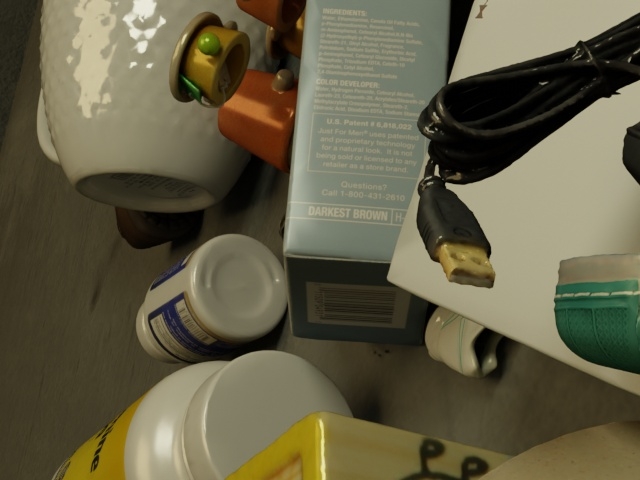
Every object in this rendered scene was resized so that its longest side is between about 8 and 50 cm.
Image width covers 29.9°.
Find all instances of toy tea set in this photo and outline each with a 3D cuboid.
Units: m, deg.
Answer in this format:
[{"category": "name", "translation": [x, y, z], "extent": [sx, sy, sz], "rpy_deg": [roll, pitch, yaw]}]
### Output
[{"category": "toy tea set", "translation": [-0.035, -0.182, 1.125], "extent": [0.200, 0.124, 0.336], "rpy_deg": [-66, -16, -3]}]

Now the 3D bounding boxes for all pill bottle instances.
[{"category": "pill bottle", "translation": [-0.111, 0.219, 1.066], "extent": [0.334, 0.188, 0.187], "rpy_deg": [-39, 42, 49]}, {"category": "pill bottle", "translation": [-0.123, 0.071, 1.266], "extent": [0.187, 0.112, 0.112], "rpy_deg": [-30, 50, 56]}]

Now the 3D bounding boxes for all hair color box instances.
[{"category": "hair color box", "translation": [0.043, -0.123, 0.959], "extent": [0.185, 0.114, 0.374], "rpy_deg": [89, -175, -68]}]

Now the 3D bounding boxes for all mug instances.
[{"category": "mug", "translation": [-0.215, -0.203, 1.399], "extent": [0.374, 0.276, 0.328], "rpy_deg": [-11, 70, 45]}]

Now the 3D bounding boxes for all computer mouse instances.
[{"category": "computer mouse", "translation": [0.128, -0.024, 0.418], "extent": [0.184, 0.060, 0.262], "rpy_deg": [-25, 36, 1]}]

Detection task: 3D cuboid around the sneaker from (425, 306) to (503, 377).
[{"category": "sneaker", "translation": [0.126, 0.029, 0.863], "extent": [0.061, 0.054, 0.152], "rpy_deg": [36, 115, 55]}]

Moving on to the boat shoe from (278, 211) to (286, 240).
[{"category": "boat shoe", "translation": [0.000, 0.000, 1.098], "extent": [0.080, 0.076, 0.228], "rpy_deg": [-56, 31, 33]}]

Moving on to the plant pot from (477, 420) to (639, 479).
[{"category": "plant pot", "translation": [0.168, 0.235, 0.415], "extent": [0.274, 0.257, 0.256], "rpy_deg": [37, 109, 62]}]

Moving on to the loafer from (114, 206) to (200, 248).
[{"category": "loafer", "translation": [-0.237, -0.147, 1.599], "extent": [0.130, 0.134, 0.365], "rpy_deg": [-43, 39, 47]}]

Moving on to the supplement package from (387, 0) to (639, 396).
[{"category": "supplement package", "translation": [0.182, -0.029, 0.667], "extent": [0.262, 0.145, 0.204], "rpy_deg": [24, 97, 65]}]

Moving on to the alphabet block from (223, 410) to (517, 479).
[{"category": "alphabet block", "translation": [0.039, 0.239, 0.739], "extent": [0.193, 0.197, 0.192], "rpy_deg": [-46, 38, 45]}]

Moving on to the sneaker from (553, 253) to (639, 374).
[{"category": "sneaker", "translation": [0.222, 0.079, 0.433], "extent": [0.302, 0.108, 0.121], "rpy_deg": [14, 93, 28]}]
